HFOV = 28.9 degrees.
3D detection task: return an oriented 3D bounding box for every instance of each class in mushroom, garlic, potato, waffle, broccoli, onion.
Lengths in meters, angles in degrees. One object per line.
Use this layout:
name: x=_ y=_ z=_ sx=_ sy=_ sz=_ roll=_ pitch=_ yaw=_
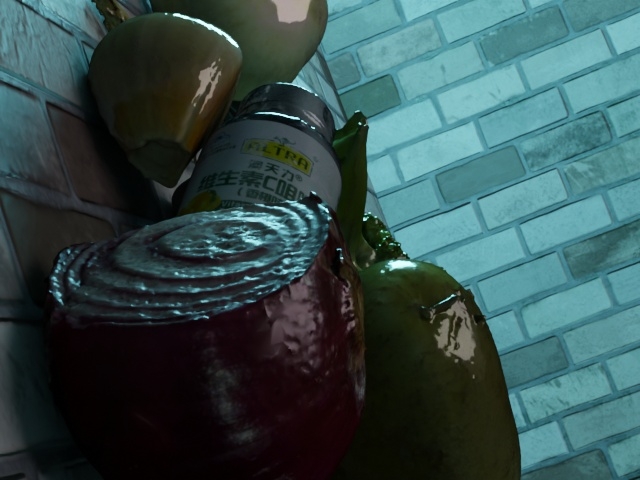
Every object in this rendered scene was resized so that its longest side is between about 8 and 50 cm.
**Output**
mushroom: x=-0.120 y=-0.314 z=1.613 sx=0.254 sy=0.234 sz=0.260 roll=26 pitch=76 yaw=-33
garlic: x=-0.145 y=-0.142 z=1.226 sx=0.245 sy=0.145 sz=0.164 roll=-61 pitch=148 yaw=-80
potato: x=0.080 y=0.174 z=1.305 sx=0.270 sy=0.219 sz=0.359 roll=26 pitch=-45 yaw=41
waffle: x=-0.199 y=-0.195 z=1.343 sx=0.153 sy=0.023 sz=0.097 roll=53 pitch=16 yaw=-63
broccoli: x=-0.021 y=0.026 z=1.449 sx=0.254 sy=0.186 sz=0.302 roll=-60 pitch=143 yaw=-24
onion: x=-0.068 y=0.100 z=0.857 sx=0.206 sy=0.216 sz=0.207 roll=-87 pitch=162 yaw=-61

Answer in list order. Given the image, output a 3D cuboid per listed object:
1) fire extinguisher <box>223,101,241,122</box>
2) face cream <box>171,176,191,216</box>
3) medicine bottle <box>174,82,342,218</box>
fire extinguisher: x=-0.110 y=-0.229 z=1.747 sx=0.118 sy=0.093 sz=0.294 roll=25 pitch=38 yaw=-38
face cream: x=-0.074 y=0.054 z=1.259 sx=0.101 sy=0.101 sz=0.252 roll=45 pitch=25 yaw=-68
medicine bottle: x=-0.059 y=-0.019 z=1.142 sx=0.293 sy=0.141 sz=0.141 roll=-75 pitch=147 yaw=-45
